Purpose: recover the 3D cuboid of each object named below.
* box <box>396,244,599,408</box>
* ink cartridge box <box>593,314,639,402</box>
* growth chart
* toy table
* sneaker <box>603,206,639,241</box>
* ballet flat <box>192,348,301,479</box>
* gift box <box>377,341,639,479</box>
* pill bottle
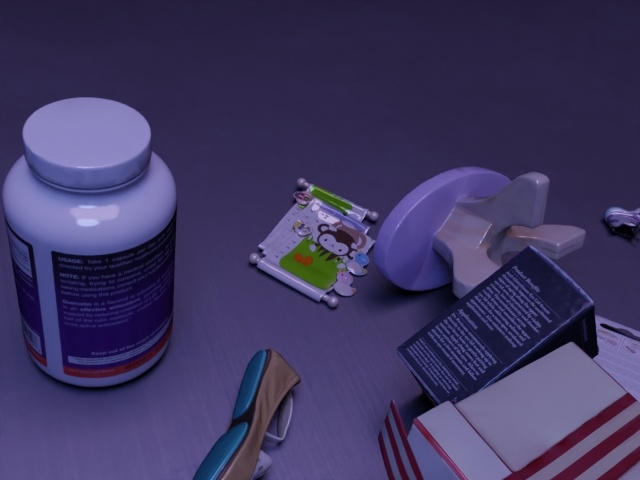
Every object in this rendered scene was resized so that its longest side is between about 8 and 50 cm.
[{"bbox_3d":[0.216,0.132,0.907,0.207,0.153,0.108,-37,54,-4],"label":"box"},{"bbox_3d":[0.393,0.180,1.035,0.189,0.066,0.232,23,21,23],"label":"ink cartridge box"},{"bbox_3d":[0.000,0.000,1.166,0.172,0.021,0.237,22,43,9],"label":"growth chart"},{"bbox_3d":[0.230,0.007,1.070,0.274,0.252,0.161,-31,39,-27],"label":"toy table"},{"bbox_3d":[0.543,-0.023,1.310,0.098,0.038,0.069,-1,44,0],"label":"sneaker"},{"bbox_3d":[-0.075,0.222,0.865,0.073,0.080,0.232,39,43,-14],"label":"ballet flat"},{"bbox_3d":[0.200,0.262,0.738,0.258,0.276,0.255,-20,45,-30],"label":"gift box"},{"bbox_3d":[-0.256,0.007,0.867,0.182,0.322,0.181,7,42,-6],"label":"pill bottle"}]
